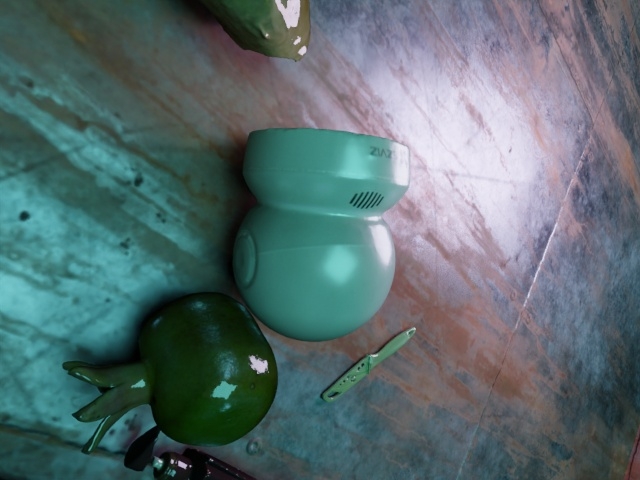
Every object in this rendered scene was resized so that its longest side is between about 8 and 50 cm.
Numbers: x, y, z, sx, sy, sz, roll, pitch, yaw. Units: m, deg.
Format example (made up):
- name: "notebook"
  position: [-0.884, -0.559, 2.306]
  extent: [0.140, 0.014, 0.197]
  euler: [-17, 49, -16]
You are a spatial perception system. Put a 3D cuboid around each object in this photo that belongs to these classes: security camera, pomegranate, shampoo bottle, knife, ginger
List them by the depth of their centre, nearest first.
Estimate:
- name: "ginger"
  position: [-0.088, -0.305, 0.451]
  extent: [0.138, 0.152, 0.267]
  euler: [-21, 116, -3]
- name: "pomegranate"
  position: [-0.142, 0.137, 0.456]
  extent: [0.191, 0.152, 0.131]
  euler: [-15, 143, -32]
- name: "security camera"
  position: [0.000, 0.000, 0.523]
  extent: [0.195, 0.195, 0.236]
  euler: [-1, 98, -38]
- name: "shampoo bottle"
  position: [-0.123, 0.291, 0.533]
  extent: [0.236, 0.067, 0.068]
  euler: [46, 68, -32]
- name: "knife"
  position: [0.081, 0.188, 0.715]
  extent: [0.207, 0.014, 0.030]
  euler: [-30, 114, -31]
